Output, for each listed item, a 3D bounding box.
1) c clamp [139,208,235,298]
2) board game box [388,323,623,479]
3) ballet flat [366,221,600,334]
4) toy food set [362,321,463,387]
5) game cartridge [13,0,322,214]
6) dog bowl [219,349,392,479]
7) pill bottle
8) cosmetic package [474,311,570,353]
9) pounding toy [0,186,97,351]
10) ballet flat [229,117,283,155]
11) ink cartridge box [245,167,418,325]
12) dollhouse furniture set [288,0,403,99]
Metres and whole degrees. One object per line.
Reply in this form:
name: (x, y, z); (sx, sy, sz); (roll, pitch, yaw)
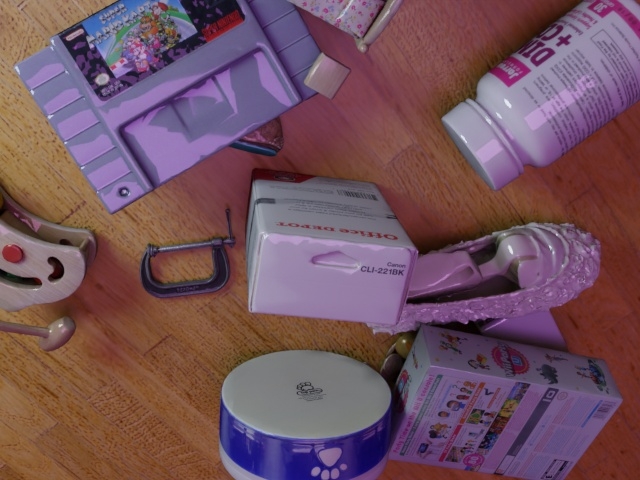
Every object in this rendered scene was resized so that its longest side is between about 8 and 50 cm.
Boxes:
c clamp: (-0.206, 0.026, 1.090); (0.161, 0.022, 0.137); (-12, 118, -4)
board game box: (0.273, 0.265, 1.106); (0.304, 0.097, 0.224); (11, 125, -9)
ballet flat: (0.248, 0.053, 1.078); (0.409, 0.147, 0.146); (-15, 113, -1)
toy food set: (0.168, 0.213, 1.201); (0.192, 0.038, 0.132); (-37, 112, 8)
game cartridge: (-0.184, -0.220, 0.921); (0.355, 0.068, 0.230); (-32, 107, -7)
dog bowl: (-0.023, 0.274, 1.078); (0.265, 0.265, 0.104); (1, 109, -8)
pill bottle: (0.325, -0.205, 0.990); (0.283, 0.160, 0.160); (-37, 111, 7)
cosmetic package: (0.357, 0.193, 1.195); (0.117, 0.085, 0.231); (-28, 111, 5)
pounding toy: (-0.420, 0.032, 0.989); (0.154, 0.155, 0.269); (-33, 112, 11)
ballet flat: (-0.153, -0.171, 1.002); (0.206, 0.073, 0.067); (10, 84, -14)
ink cartridge box: (0.000, 0.000, 0.968); (0.197, 0.273, 0.114); (6, 110, -9)
dollhouse furniture set: (-0.014, -0.345, 0.748); (0.303, 0.173, 0.355); (24, 117, -21)
